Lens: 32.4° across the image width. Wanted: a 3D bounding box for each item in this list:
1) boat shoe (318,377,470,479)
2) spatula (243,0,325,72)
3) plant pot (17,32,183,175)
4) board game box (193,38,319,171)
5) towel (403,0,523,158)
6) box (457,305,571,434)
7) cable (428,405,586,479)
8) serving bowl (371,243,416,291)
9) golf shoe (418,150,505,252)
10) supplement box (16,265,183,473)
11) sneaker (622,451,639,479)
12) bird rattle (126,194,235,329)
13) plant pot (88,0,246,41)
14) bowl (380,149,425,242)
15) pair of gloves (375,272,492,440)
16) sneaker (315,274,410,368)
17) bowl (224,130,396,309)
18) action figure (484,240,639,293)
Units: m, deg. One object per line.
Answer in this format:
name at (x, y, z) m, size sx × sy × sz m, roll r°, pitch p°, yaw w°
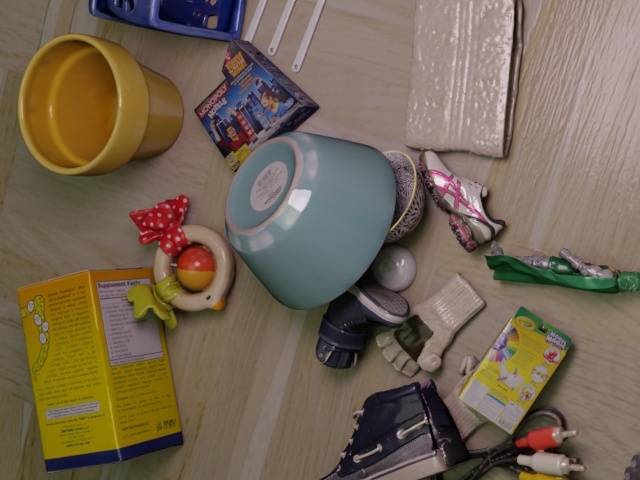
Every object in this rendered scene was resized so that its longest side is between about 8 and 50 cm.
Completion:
boat shoe at (0.087, 0.349, 1.858) m, size 0.340 × 0.127 × 0.158 m, roll -28°, pitch 73°, yaw 30°
spatula at (-0.050, -0.435, 1.986) m, size 0.168 × 0.019 × 0.242 m, roll 29°, pitch 104°, yaw 26°
plant pot at (-0.392, -0.244, 2.060) m, size 0.254 × 0.239 × 0.254 m, roll 1°, pitch 91°, yaw 29°
board game box at (-0.131, -0.260, 2.008) m, size 0.194 × 0.060 × 0.194 m, roll -39°, pitch 74°, yaw 26°
towel at (0.233, -0.282, 1.809) m, size 0.187 × 0.049 × 0.282 m, roll 9°, pitch 96°, yaw 31°
box at (0.308, 0.203, 1.743) m, size 0.105 × 0.043 × 0.179 m, roll 34°, pitch 93°, yaw 8°
cable at (0.291, 0.345, 1.770) m, size 0.287 × 0.072 × 0.140 m, roll -10°, pitch 85°, yaw 30°
serving bowl at (0.122, 0.048, 1.889) m, size 0.083 × 0.027 × 0.083 m, roll 0°, pitch 90°, yaw 31°
golf shoe at (0.229, -0.075, 1.811) m, size 0.086 × 0.067 × 0.186 m, roll -31°, pitch 76°, yaw 2°
supplement box at (-0.421, 0.242, 2.110) m, size 0.195 × 0.194 × 0.357 m, roll -14°, pitch 84°, yaw 29°
sneaker at (0.509, 0.417, 1.652) m, size 0.115 × 0.105 × 0.281 m, roll 19°, pitch 97°, yaw -6°
bird rattle at (-0.255, 0.042, 2.081) m, size 0.206 × 0.143 × 0.254 m, roll 7°, pitch 81°, yaw 18°
plant pot at (-0.282, -0.492, 2.004) m, size 0.212 × 0.236 × 0.236 m, roll 11°, pitch 97°, yaw 37°
bowl at (0.120, -0.058, 1.843) m, size 0.170 × 0.080 × 0.170 m, roll -29°, pitch 46°, yaw 35°
pair of gloves at (0.222, 0.202, 1.826) m, size 0.204 × 0.042 × 0.240 m, roll -40°, pitch 73°, yaw 24°
sneaker at (0.067, 0.153, 1.850) m, size 0.226 × 0.086 × 0.164 m, roll 33°, pitch 108°, yaw 64°
bowl at (-0.043, -0.057, 1.829) m, size 0.311 × 0.163 × 0.312 m, roll -29°, pitch 46°, yaw 35°
action figure at (0.379, 0.047, 1.702) m, size 0.232 × 0.137 × 0.064 m, roll 11°, pitch 84°, yaw 21°
